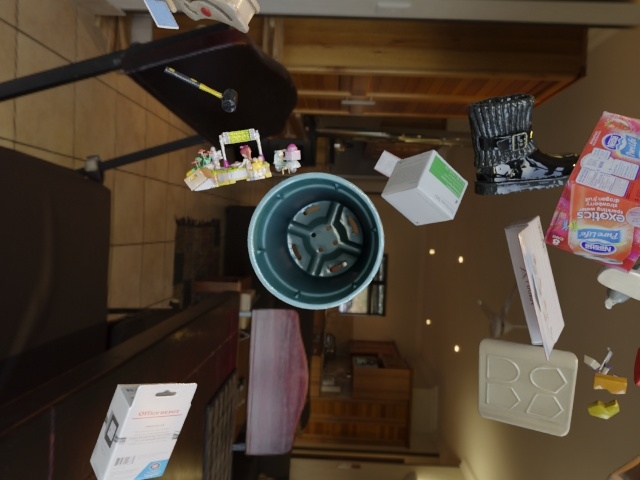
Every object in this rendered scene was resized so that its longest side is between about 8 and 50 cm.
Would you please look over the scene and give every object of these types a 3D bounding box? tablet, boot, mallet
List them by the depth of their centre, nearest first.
[{"bbox_3d":[-0.366,-0.520,1.164,0.006,0.054,0.083,-42,-108,44],"label":"tablet"},{"bbox_3d":[-0.294,-0.389,1.270,0.039,0.190,0.062,-50,-158,36],"label":"mallet"},{"bbox_3d":[0.574,-0.273,1.387,0.131,0.348,0.260,-134,-144,-71],"label":"boot"}]

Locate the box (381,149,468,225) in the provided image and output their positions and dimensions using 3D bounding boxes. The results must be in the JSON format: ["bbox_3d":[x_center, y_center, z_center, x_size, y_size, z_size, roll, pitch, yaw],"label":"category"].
[{"bbox_3d":[0.189,-0.093,0.922,0.102,0.101,0.087,-8,-130,58],"label":"box"}]

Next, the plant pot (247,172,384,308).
[{"bbox_3d":[0.000,0.000,1.421,0.334,0.342,0.340,-7,99,-85],"label":"plant pot"}]

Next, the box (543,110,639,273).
[{"bbox_3d":[0.461,-0.086,0.792,0.257,0.128,0.122,-46,150,-38],"label":"box"}]

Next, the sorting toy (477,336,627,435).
[{"bbox_3d":[0.530,0.349,1.187,0.041,0.308,0.228,-41,131,-54],"label":"sorting toy"}]

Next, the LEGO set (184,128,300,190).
[{"bbox_3d":[-0.178,-0.167,1.010,0.287,0.132,0.107,-19,103,-48],"label":"LEGO set"}]

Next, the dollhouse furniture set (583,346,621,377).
[{"bbox_3d":[0.807,0.337,1.431,0.091,0.114,0.081,30,-93,49],"label":"dollhouse furniture set"}]

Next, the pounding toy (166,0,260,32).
[{"bbox_3d":[-0.307,-0.594,1.285,0.154,0.270,0.154,-64,177,-10],"label":"pounding toy"}]

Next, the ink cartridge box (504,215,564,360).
[{"bbox_3d":[0.465,0.098,1.118,0.239,0.060,0.274,-19,95,-55],"label":"ink cartridge box"}]

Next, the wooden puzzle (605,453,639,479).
[{"bbox_3d":[0.504,0.353,0.640,0.221,0.239,0.044,33,-72,42],"label":"wooden puzzle"}]

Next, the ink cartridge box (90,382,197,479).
[{"bbox_3d":[-0.278,0.287,0.801,0.060,0.104,0.180,33,-76,45],"label":"ink cartridge box"}]

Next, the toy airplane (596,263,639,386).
[{"bbox_3d":[0.989,0.187,1.367,0.385,0.385,0.272,66,14,-4],"label":"toy airplane"}]

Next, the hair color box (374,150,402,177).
[{"bbox_3d":[0.255,-0.231,1.658,0.072,0.141,0.043,-61,169,14],"label":"hair color box"}]
